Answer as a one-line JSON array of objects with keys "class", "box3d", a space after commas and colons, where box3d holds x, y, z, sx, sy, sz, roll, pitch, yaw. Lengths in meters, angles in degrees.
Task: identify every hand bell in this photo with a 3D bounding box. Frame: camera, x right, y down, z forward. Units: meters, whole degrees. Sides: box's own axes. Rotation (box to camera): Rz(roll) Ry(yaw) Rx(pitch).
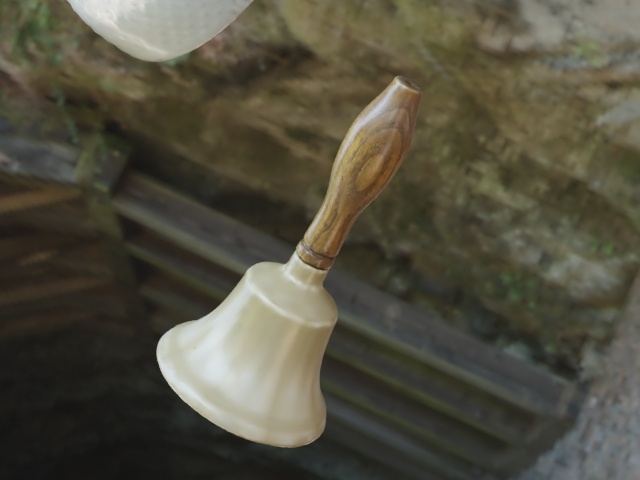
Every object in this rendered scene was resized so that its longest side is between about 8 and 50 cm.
[{"class": "hand bell", "box3d": [0.000, 0.000, 0.977, 0.242, 0.126, 0.126, -61, -2, 22]}]

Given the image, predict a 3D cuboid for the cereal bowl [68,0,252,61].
[{"class": "cereal bowl", "box3d": [-0.133, -0.337, 1.344, 0.339, 0.141, 0.339, -31, 45, 38]}]
